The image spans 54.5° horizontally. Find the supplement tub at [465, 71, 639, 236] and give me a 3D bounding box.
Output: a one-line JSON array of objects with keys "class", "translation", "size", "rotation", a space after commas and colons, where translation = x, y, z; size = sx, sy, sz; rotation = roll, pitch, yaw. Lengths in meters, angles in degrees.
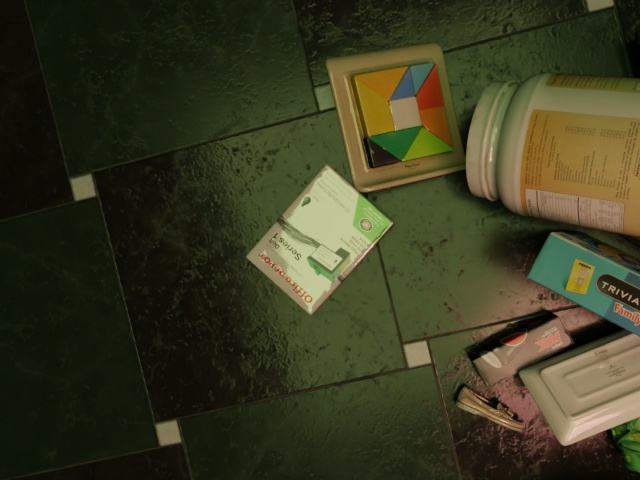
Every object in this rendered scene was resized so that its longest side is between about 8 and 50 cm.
[{"class": "supplement tub", "translation": [0.406, -0.135, 0.949], "size": [0.316, 0.228, 0.228], "rotation": [14, 94, 31]}]

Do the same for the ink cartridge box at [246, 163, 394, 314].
[{"class": "ink cartridge box", "translation": [0.000, 0.000, 1.102], "size": [0.160, 0.092, 0.219], "rotation": [41, 95, 3]}]

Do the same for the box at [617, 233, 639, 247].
[{"class": "box", "translation": [0.540, -0.009, 1.046], "size": [0.137, 0.094, 0.027], "rotation": [32, 94, 4]}]

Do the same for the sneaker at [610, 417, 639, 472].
[{"class": "sneaker", "translation": [0.542, 0.324, 1.050], "size": [0.295, 0.109, 0.123], "rotation": [39, 100, 8]}]

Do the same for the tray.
[{"class": "tray", "translation": [0.478, 0.216, 1.008], "size": [0.270, 0.030, 0.145], "rotation": [-22, 46, -1]}]

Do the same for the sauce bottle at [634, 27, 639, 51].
[{"class": "sauce bottle", "translation": [0.587, -0.187, 1.028], "size": [0.111, 0.111, 0.344], "rotation": [-13, 90, 6]}]

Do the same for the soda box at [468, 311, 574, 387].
[{"class": "soda box", "translation": [0.351, 0.192, 1.094], "size": [0.169, 0.053, 0.060], "rotation": [-30, 89, 6]}]

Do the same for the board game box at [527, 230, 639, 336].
[{"class": "board game box", "translation": [0.503, 0.093, 0.916], "size": [0.336, 0.254, 0.079], "rotation": [30, 106, 27]}]

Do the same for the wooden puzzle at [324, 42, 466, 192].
[{"class": "wooden puzzle", "translation": [0.137, -0.218, 1.066], "size": [0.221, 0.044, 0.238], "rotation": [-14, 89, -17]}]

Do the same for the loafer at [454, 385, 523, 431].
[{"class": "loafer", "translation": [0.305, 0.301, 1.109], "size": [0.125, 0.045, 0.039], "rotation": [21, 87, 7]}]
